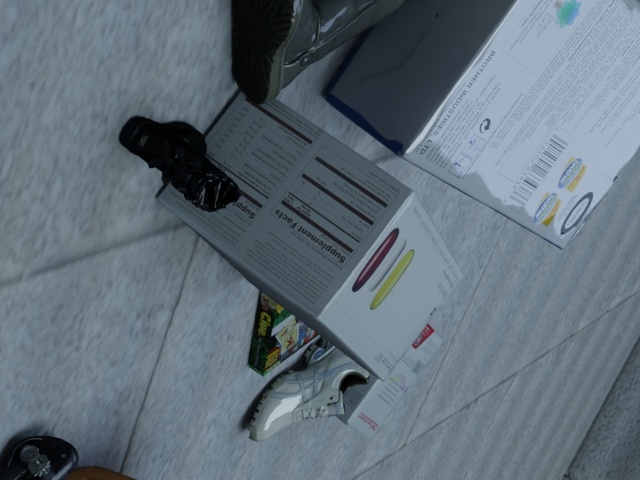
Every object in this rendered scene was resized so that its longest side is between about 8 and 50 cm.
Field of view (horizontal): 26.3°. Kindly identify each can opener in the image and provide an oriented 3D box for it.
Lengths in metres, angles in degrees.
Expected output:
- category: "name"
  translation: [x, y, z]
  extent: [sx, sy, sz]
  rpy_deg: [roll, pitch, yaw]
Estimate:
- category: "can opener"
  translation: [-0.303, 0.252, 1.284]
  extent: [0.186, 0.059, 0.073]
  rpy_deg: [-43, 154, -26]

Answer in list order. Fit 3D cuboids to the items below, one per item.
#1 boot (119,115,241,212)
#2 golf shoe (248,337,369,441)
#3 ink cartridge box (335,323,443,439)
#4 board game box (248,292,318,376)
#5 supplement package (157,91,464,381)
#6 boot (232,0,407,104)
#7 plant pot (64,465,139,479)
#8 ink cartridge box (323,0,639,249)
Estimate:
- category: "boot"
  translation: [-0.109, -0.063, 1.185]
  extent: [0.045, 0.099, 0.121]
  rpy_deg: [-58, 156, 10]
- category: "golf shoe"
  translation: [-0.013, 0.199, 1.722]
  extent: [0.176, 0.086, 0.069]
  rpy_deg: [-43, 155, -21]
- category: "ink cartridge box"
  translation: [0.078, 0.173, 1.868]
  extent: [0.175, 0.072, 0.127]
  rpy_deg: [-53, 156, -5]
- category: "board game box"
  translation: [0.016, 0.050, 1.653]
  extent: [0.259, 0.030, 0.136]
  rpy_deg: [-35, 147, -38]
- category: "supplement package"
  translation: [0.000, 0.000, 1.340]
  extent: [0.145, 0.204, 0.262]
  rpy_deg: [-53, 156, -4]
- category: "boot"
  translation: [0.015, -0.229, 1.232]
  extent: [0.208, 0.076, 0.189]
  rpy_deg: [-33, 163, -27]
- category: "plant pot"
  translation: [-0.208, 0.368, 1.414]
  extent: [0.291, 0.203, 0.291]
  rpy_deg: [-43, 151, -32]
- category: "ink cartridge box"
  translation: [0.231, -0.163, 1.475]
  extent: [0.395, 0.151, 0.270]
  rpy_deg: [25, 105, -46]
